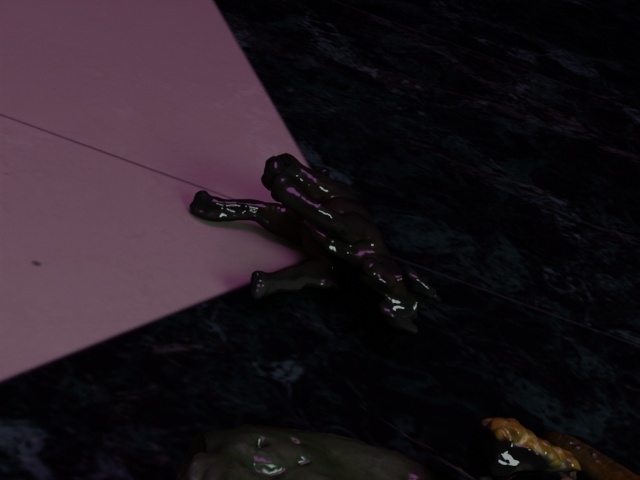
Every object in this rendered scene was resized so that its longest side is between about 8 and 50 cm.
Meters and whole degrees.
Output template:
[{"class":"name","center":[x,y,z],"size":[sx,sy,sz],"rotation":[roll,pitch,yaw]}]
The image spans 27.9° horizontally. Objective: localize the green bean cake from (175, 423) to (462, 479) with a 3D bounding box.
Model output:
[{"class":"green bean cake","center":[0.010,0.188,0.578],"size":[0.222,0.125,0.227],"rotation":[20,21,-1]}]

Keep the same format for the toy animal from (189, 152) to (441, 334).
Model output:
[{"class":"toy animal","center":[0.000,0.000,0.998],"size":[0.148,0.084,0.233],"rotation":[24,14,-32]}]

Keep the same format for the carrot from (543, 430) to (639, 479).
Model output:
[{"class":"carrot","center":[0.240,0.191,0.819],"size":[0.049,0.049,0.254],"rotation":[-10,34,-45]}]

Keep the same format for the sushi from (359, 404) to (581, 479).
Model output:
[{"class":"sushi","center":[0.133,0.136,0.694],"size":[0.192,0.040,0.210],"rotation":[32,-5,-12]}]
